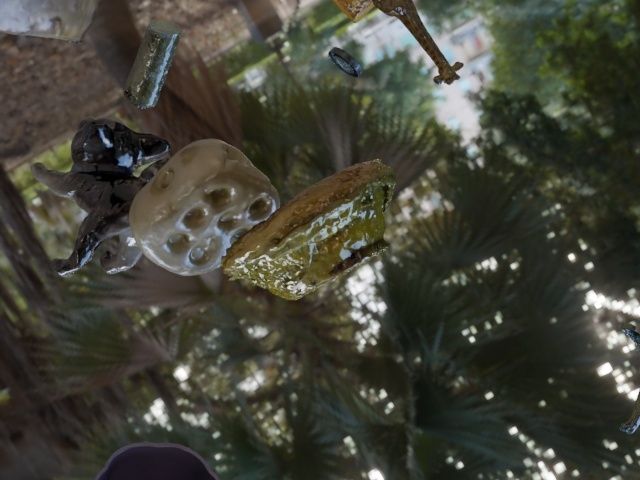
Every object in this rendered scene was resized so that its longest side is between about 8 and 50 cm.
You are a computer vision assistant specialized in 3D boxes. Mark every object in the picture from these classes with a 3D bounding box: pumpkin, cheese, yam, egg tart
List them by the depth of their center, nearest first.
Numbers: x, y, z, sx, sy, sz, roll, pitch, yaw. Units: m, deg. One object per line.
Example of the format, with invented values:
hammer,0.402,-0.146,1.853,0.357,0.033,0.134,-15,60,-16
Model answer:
egg tart,0.000,0.000,1.398,0.294,0.123,0.294,-31,174,-4
cheese,-0.177,-0.056,1.518,0.235,0.117,0.218,-12,138,-32
yam,-0.339,-0.356,2.022,0.179,0.078,0.078,-64,179,18
pumpkin,0.071,-0.573,2.159,0.126,0.131,0.248,-39,179,5

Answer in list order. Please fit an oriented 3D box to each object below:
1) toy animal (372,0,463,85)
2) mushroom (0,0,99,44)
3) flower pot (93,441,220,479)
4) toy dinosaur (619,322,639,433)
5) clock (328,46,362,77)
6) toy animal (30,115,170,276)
toy animal,0.107,-0.329,1.402,0.054,0.275,0.149,-35,148,-2
mushroom,-0.509,-0.494,1.596,0.314,0.224,0.397,-62,165,19
flower pot,-0.345,0.576,2.001,0.265,0.265,0.243,-42,160,-51
toy dinosaur,0.593,0.157,1.676,0.363,0.147,0.076,-41,-155,-21
clock,0.053,-0.382,2.148,0.017,0.085,0.085,-52,-168,-7
toy animal,-0.402,-0.122,1.964,0.302,0.344,0.194,-43,144,25
